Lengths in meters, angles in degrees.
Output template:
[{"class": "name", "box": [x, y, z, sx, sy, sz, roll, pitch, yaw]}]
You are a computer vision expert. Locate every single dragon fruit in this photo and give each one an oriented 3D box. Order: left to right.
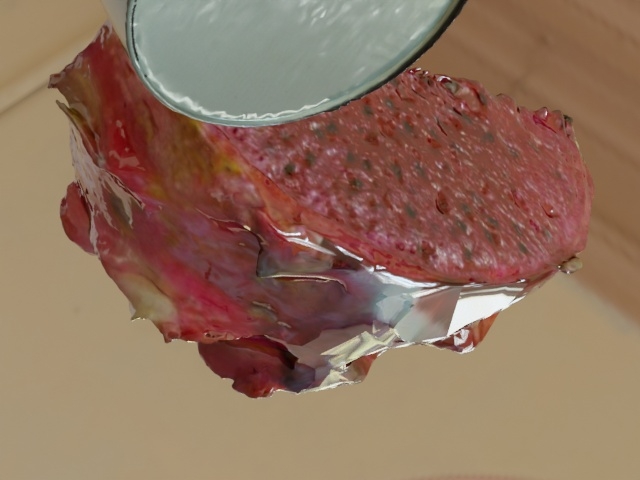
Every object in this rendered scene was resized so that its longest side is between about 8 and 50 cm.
[{"class": "dragon fruit", "box": [-0.001, 0.012, 0.802, 0.161, 0.274, 0.126, -42, -129, 39]}]

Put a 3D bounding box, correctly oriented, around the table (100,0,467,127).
[{"class": "table", "box": [-0.046, -0.157, 0.647, 0.126, 0.126, 0.220, 89, -22, -52]}]
